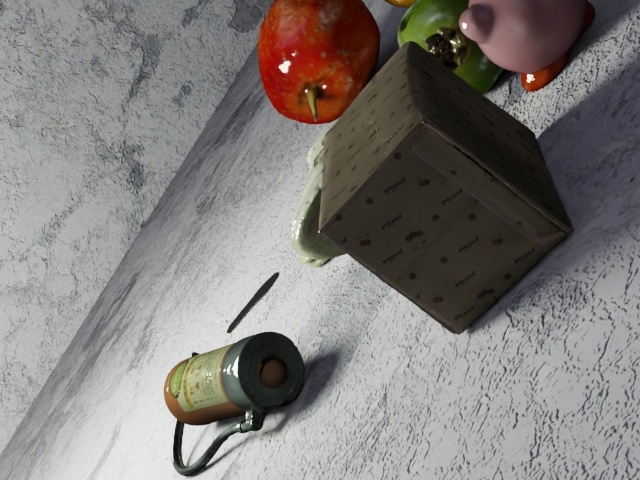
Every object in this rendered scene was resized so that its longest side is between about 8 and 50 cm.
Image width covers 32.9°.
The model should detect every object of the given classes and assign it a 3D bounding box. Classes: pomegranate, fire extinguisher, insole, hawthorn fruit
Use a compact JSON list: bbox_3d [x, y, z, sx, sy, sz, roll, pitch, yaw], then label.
[{"bbox_3d":[0.203,-0.300,1.658,0.187,0.187,0.225,-46,4,22],"label":"pomegranate"},{"bbox_3d":[-0.173,0.251,1.682,0.376,0.113,0.200,-23,34,58],"label":"fire extinguisher"},{"bbox_3d":[-0.127,0.117,2.025,0.153,0.002,0.053,-50,17,8],"label":"insole"},{"bbox_3d":[-0.007,-0.374,2.303,0.287,0.287,0.330,-38,36,39],"label":"hawthorn fruit"}]

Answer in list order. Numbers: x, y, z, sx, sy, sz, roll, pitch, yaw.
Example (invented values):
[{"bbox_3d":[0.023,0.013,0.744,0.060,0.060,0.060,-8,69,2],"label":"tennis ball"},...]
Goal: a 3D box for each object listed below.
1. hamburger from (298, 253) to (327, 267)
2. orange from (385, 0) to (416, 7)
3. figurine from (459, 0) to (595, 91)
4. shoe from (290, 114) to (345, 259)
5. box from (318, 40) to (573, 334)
[{"bbox_3d":[0.003,0.002,1.834,0.121,0.054,0.084,-47,22,28],"label":"hamburger"},{"bbox_3d":[0.213,-0.598,2.277,0.240,0.171,0.240,-51,9,11],"label":"orange"},{"bbox_3d":[0.288,-0.322,1.523,0.173,0.173,0.173,-47,18,20],"label":"figurine"},{"bbox_3d":[0.040,-0.104,1.779,0.342,0.132,0.210,-54,24,-22],"label":"shoe"},{"bbox_3d":[0.140,-0.074,1.320,0.190,0.225,0.297,-48,17,21],"label":"box"}]
